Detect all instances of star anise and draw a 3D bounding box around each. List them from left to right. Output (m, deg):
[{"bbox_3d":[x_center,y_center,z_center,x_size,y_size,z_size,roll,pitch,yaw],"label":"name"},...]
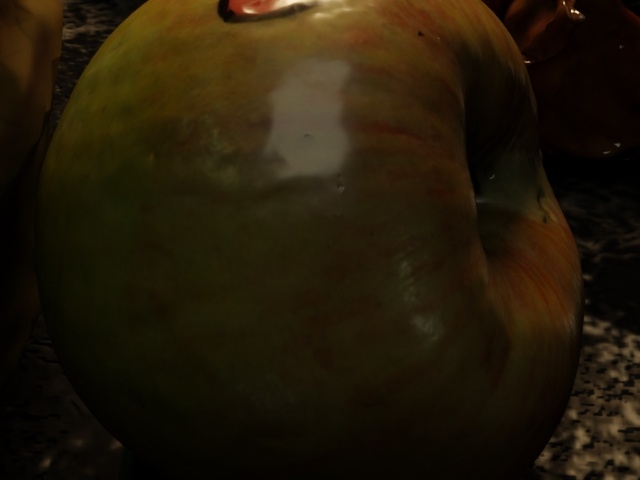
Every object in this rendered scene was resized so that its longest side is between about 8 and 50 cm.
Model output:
[{"bbox_3d":[0.073,-0.155,0.806,0.346,0.148,0.237,19,20,22],"label":"star anise"}]

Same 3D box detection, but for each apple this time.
[{"bbox_3d":[0.000,0.000,0.530,0.194,0.261,0.261,-15,31,29],"label":"apple"}]

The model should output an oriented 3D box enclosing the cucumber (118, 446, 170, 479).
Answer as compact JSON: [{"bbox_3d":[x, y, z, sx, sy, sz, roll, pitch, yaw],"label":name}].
[{"bbox_3d":[-0.068,0.125,0.530,0.036,0.033,0.184,-17,39,3],"label":"cucumber"}]

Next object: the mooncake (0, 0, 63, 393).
[{"bbox_3d":[-0.308,-0.053,0.542,0.393,0.246,0.394,7,51,-3],"label":"mooncake"}]
